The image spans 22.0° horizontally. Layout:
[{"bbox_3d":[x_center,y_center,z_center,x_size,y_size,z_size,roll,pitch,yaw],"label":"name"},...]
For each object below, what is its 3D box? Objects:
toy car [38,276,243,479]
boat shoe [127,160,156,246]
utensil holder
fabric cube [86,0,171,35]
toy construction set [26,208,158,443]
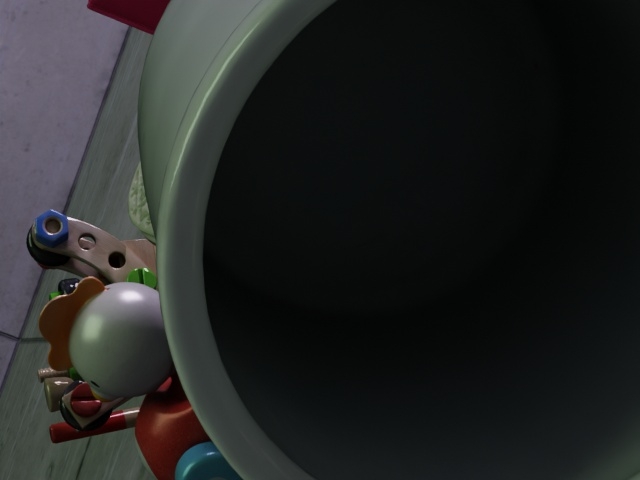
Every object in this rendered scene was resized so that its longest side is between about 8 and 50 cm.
[{"bbox_3d":[-0.173,0.128,1.624,0.210,0.238,0.219,-66,16,10],"label":"toy car"},{"bbox_3d":[0.000,0.000,1.401,0.500,0.156,0.186,22,86,58],"label":"boat shoe"},{"bbox_3d":[0.053,-0.040,0.947,0.327,0.328,0.385,-66,15,9],"label":"utensil holder"},{"bbox_3d":[-0.127,-0.416,2.116,0.259,0.254,0.258,-91,25,-50],"label":"fabric cube"},{"bbox_3d":[-0.200,0.104,1.892,0.309,0.237,0.257,100,155,-47],"label":"toy construction set"}]
